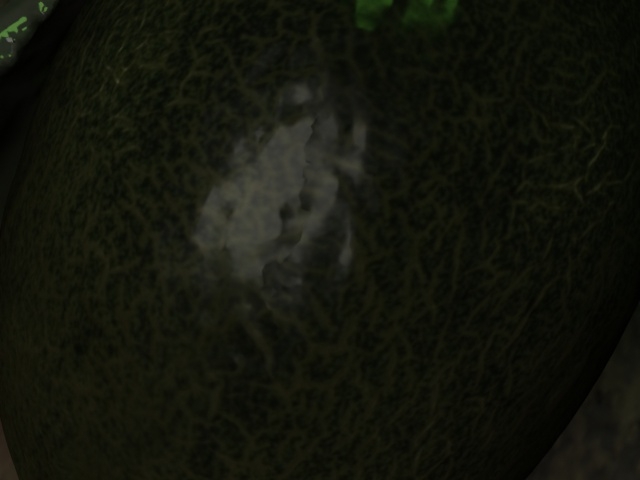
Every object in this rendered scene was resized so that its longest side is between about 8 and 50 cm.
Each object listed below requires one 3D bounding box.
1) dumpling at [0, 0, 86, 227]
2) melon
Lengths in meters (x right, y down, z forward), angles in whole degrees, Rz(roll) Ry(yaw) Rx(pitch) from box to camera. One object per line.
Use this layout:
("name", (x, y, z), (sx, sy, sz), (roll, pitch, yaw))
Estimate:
("dumpling", (-0.172, -0.024, 0.573), (0.163, 0.204, 0.293), (44, 117, 29))
("melon", (0.000, 0.000, 0.467), (0.248, 0.248, 0.329), (27, 101, 22))
